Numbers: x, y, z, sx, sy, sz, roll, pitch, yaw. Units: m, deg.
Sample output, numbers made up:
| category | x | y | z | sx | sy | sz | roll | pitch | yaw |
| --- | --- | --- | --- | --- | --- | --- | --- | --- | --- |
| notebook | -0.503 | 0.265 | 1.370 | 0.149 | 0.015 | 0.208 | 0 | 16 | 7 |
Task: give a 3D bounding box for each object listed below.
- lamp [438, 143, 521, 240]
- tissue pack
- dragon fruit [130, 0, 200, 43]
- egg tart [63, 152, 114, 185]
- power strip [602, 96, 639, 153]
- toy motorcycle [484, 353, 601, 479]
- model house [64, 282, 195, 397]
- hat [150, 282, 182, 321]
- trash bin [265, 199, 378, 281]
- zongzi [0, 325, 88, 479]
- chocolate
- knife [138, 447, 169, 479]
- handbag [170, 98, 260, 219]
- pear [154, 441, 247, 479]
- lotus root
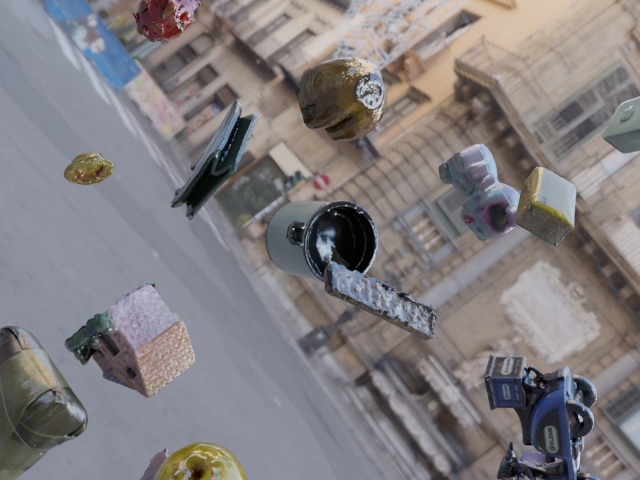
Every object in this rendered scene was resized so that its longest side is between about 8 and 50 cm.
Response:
| category | x | y | z | sx | sy | sz | roll | pitch | yaw |
| --- | --- | --- | --- | --- | --- | --- | --- | --- | --- |
| lamp | 0.542 | -0.157 | 2.485 | 0.301 | 0.247 | 0.247 | 65 | -25 | 6 |
| tissue pack | 0.532 | -0.085 | 1.806 | 0.120 | 0.082 | 0.169 | 30 | 41 | -2 |
| dragon fruit | -0.356 | -0.535 | 1.788 | 0.136 | 0.166 | 0.133 | 62 | -8 | -5 |
| egg tart | -0.579 | -0.182 | 1.927 | 0.130 | 0.130 | 0.052 | 58 | 13 | -71 |
| power strip | 0.600 | -0.215 | 1.293 | 0.062 | 0.091 | 0.385 | 30 | -7 | -10 |
| toy motorcycle | 0.438 | 0.390 | 1.514 | 0.125 | 0.212 | 0.358 | -53 | 133 | -55 |
| model house | -0.470 | 0.278 | 1.899 | 0.237 | 0.237 | 0.202 | 52 | 32 | -1 |
| hat | -0.442 | 0.202 | 2.195 | 0.147 | 0.085 | 0.175 | -5 | -80 | 52 |
| trash bin | 0.000 | 0.000 | 2.058 | 0.277 | 0.217 | 0.262 | 17 | -4 | -26 |
| zongzi | -0.696 | 0.377 | 1.658 | 0.289 | 0.317 | 0.154 | 42 | -8 | 32 |
| chocolate | 0.139 | 0.148 | 1.818 | 0.329 | 0.065 | 0.102 | 26 | 39 | -24 |
| knife | -0.506 | 0.714 | 1.977 | 0.132 | 0.398 | 0.038 | 36 | -4 | 40 |
| handbag | -0.275 | -0.209 | 1.994 | 0.079 | 0.260 | 0.247 | 34 | 43 | -17 |
| pear | -0.259 | 0.553 | 1.689 | 0.209 | 0.209 | 0.209 | 53 | -2 | 2 |
| lotus root | 0.070 | -0.322 | 1.770 | 0.180 | 0.188 | 0.199 | 14 | -59 | 60 |
